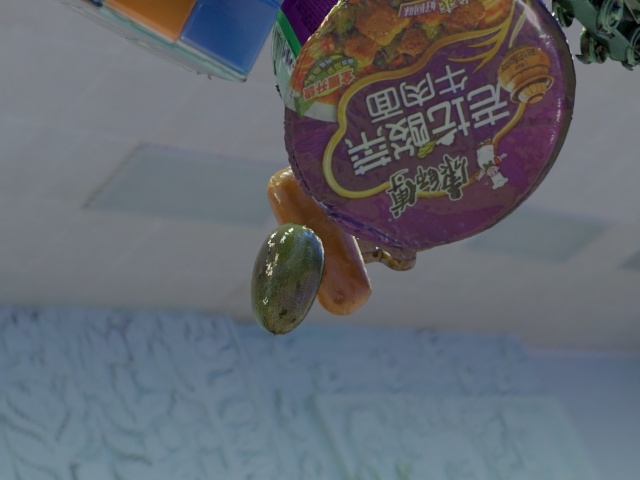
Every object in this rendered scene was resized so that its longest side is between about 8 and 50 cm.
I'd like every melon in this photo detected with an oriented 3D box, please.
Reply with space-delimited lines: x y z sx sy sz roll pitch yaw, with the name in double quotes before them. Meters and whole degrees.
"melon" -0.048 0.054 2.051 0.099 0.162 0.099 15 -11 3

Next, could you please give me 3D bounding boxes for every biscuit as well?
"biscuit" 0.111 -0.024 2.483 0.180 0.236 0.039 10 -54 4

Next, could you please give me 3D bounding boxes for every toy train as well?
"toy train" 0.386 -0.326 1.957 0.115 0.154 0.269 12 -9 38

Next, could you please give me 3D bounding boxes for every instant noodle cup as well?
"instant noodle cup" 0.069 -0.143 1.271 0.251 0.190 0.251 -6 -65 -13

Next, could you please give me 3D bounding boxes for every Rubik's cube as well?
"Rubik's cube" -0.185 -0.383 1.752 0.290 0.291 0.291 26 -90 -22

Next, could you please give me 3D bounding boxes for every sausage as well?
"sausage" 0.000 0.000 2.195 0.098 0.238 0.098 -26 -2 -1
